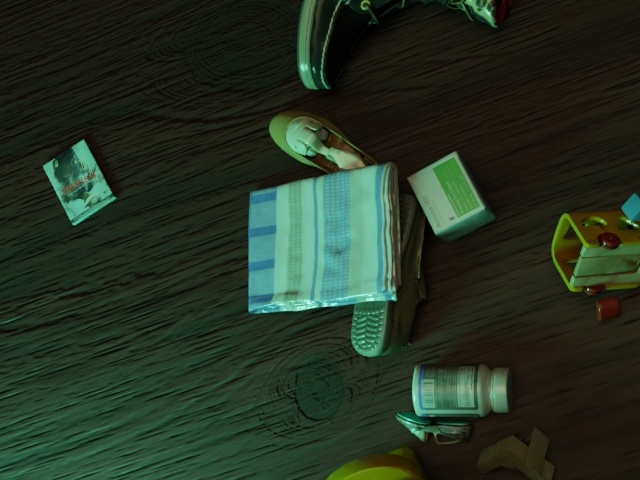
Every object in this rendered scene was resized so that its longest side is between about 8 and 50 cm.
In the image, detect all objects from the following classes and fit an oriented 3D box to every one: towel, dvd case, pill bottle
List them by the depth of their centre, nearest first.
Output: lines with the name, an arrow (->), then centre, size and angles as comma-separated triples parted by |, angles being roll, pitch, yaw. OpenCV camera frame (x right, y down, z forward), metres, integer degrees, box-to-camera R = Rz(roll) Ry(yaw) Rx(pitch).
pill bottle -> 0.208, 0.218, 1.893 | 0.137, 0.078, 0.078 | -2, 79, 15
towel -> 0.000, 0.000, 1.963 | 0.285, 0.034, 0.209 | -9, 75, 37
dvd case -> -0.399, -0.097, 2.156 | 0.087, 0.013, 0.119 | -32, 74, 8

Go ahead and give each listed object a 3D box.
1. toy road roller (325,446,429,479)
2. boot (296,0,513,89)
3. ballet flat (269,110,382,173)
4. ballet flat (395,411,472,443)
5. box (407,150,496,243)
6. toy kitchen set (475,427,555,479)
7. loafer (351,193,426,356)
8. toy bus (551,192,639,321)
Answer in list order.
toy road roller -> 0.121, 0.444, 1.840 | 0.203, 0.240, 0.329 | -26, 111, 9
boot -> 0.142, -0.383, 1.999 | 0.284, 0.138, 0.377 | 19, 80, 18
ballet flat -> 0.012, -0.144, 2.018 | 0.232, 0.073, 0.080 | 31, 88, 19
ballet flat -> 0.165, 0.279, 1.915 | 0.114, 0.041, 0.041 | 6, 82, 18
box -> 0.195, -0.063, 1.936 | 0.087, 0.102, 0.101 | -29, 75, 11
toy kitchen set -> 0.287, 0.314, 1.882 | 0.083, 0.075, 0.068 | 37, 49, -13
loafer -> 0.110, 0.055, 1.952 | 0.094, 0.087, 0.251 | 7, 81, 47
toy bus -> 0.432, 0.005, 1.852 | 0.191, 0.202, 0.104 | -36, 42, 14
